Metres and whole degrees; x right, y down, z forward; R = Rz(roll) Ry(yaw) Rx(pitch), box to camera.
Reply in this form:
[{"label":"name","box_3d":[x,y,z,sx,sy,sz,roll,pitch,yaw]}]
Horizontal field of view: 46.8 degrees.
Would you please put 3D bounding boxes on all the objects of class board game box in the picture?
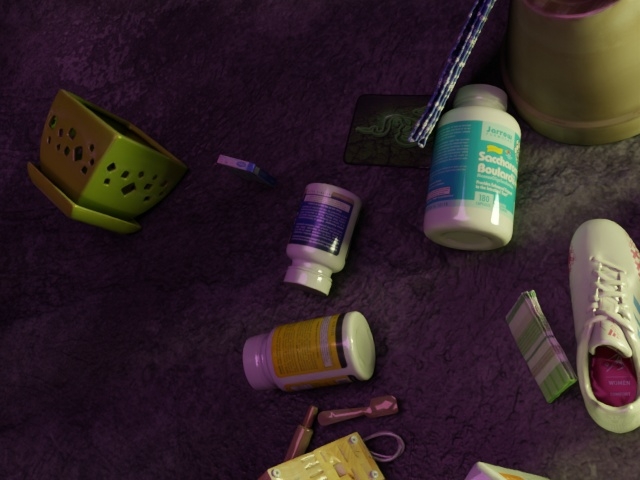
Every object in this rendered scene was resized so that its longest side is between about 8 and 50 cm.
[{"label":"board game box","box_3d":[-0.146,-0.138,1.474,0.090,0.090,0.020,16,82,29]}]

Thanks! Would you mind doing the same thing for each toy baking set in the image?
[{"label":"toy baking set","box_3d":[0.035,0.368,1.245,0.197,0.030,0.256,15,82,25]}]

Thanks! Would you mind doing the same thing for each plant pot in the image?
[{"label":"plant pot","box_3d":[-0.461,-0.151,1.558,0.227,0.228,0.207,36,97,31]},{"label":"plant pot","box_3d":[0.425,-0.353,1.171,0.323,0.280,0.322,-9,68,24]}]

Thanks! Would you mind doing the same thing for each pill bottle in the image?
[{"label":"pill bottle","box_3d":[0.258,-0.125,1.244,0.146,0.146,0.263,1,73,26]},{"label":"pill bottle","box_3d":[-0.021,0.197,1.278,0.209,0.119,0.119,-13,67,21]},{"label":"pill bottle","box_3d":[0.000,0.000,1.342,0.112,0.112,0.186,11,76,28]}]

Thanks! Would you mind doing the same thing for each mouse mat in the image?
[{"label":"mouse mat","box_3d":[0.141,-0.211,1.413,0.190,0.007,0.152,6,75,26]}]

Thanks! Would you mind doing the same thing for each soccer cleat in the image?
[{"label":"soccer cleat","box_3d":[0.428,0.110,1.081,0.116,0.143,0.331,-8,68,23]}]

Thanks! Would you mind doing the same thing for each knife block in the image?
[{"label":"knife block","box_3d":[-0.063,0.432,1.184,0.088,0.276,0.242,58,135,23]}]

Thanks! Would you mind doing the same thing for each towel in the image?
[{"label":"towel","box_3d":[0.337,0.162,1.133,0.023,0.113,0.152,-17,63,-11]},{"label":"towel","box_3d":[0.232,-0.323,1.214,0.040,0.243,0.335,26,110,4]}]

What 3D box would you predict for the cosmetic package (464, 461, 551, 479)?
[{"label":"cosmetic package","box_3d":[0.284,0.401,0.864,0.230,0.453,0.161,32,87,30]}]
